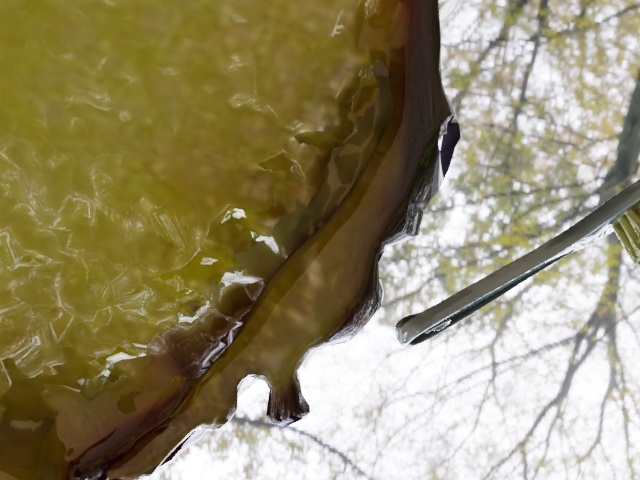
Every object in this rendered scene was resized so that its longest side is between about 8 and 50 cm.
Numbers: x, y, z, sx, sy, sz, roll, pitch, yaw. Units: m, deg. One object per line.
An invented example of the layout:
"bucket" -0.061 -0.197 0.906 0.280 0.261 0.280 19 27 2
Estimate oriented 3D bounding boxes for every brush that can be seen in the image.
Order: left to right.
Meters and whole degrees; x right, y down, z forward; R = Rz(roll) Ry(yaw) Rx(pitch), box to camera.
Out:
"brush" 0.184 0.002 0.606 0.297 0.068 0.060 -32 -106 7

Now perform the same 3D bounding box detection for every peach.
"peach" -0.142 -0.086 0.385 0.339 0.416 0.353 16 -129 -27

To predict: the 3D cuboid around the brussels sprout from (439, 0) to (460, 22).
"brussels sprout" 0.046 -0.306 0.810 0.259 0.227 0.294 38 -173 -13
